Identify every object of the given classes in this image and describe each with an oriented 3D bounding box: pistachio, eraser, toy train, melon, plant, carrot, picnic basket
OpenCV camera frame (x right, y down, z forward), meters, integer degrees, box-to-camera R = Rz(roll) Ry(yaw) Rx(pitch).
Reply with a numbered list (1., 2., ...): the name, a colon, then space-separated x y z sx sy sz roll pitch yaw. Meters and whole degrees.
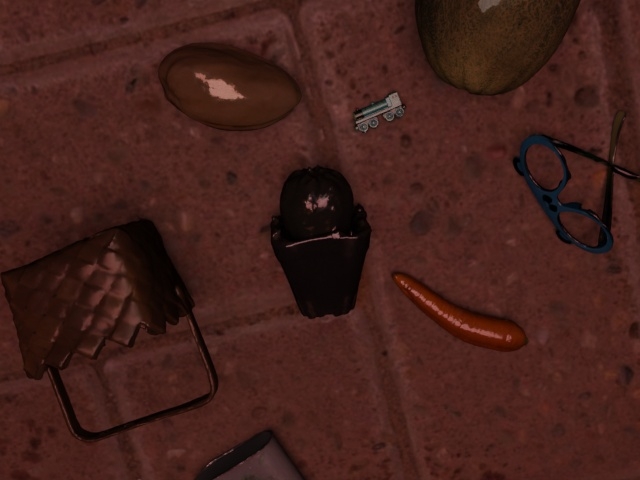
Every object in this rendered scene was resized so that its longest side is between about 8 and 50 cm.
1. pistachio: -0.144 -0.241 1.272 0.226 0.136 0.135 10 103 -10
2. eraser: -0.100 0.482 1.470 0.174 0.081 0.227 -31 102 5
3. toy train: 0.096 -0.211 1.332 0.092 0.029 0.045 -22 96 5
4. melon: 0.262 -0.379 1.184 0.249 0.248 0.329 7 111 -3
5. plant: 0.000 0.000 1.326 0.165 0.142 0.256 -4 115 -1
6. carrot: 0.240 0.136 1.409 0.271 0.062 0.066 22 135 -3
7. picnic basket: -0.326 0.141 1.270 0.254 0.291 0.320 -19 95 3

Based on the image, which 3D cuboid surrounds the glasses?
1. glasses: 0.455 -0.111 1.328 0.207 0.102 0.239 -37 102 7
